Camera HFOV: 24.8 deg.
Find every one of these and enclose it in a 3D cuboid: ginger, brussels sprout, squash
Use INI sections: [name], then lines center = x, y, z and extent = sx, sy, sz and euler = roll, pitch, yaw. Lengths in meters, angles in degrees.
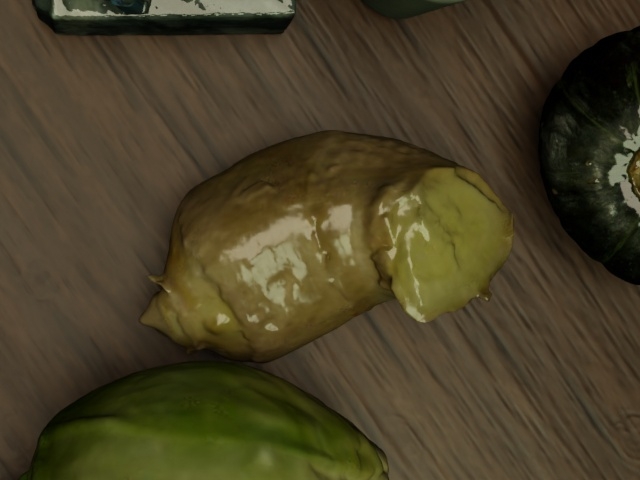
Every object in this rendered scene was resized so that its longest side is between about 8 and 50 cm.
[ginger]
center = 0.000, 0.000, 1.021
extent = 0.267, 0.152, 0.138
euler = -16, 120, 9
[brussels sprout]
center = -0.091, 0.206, 0.948
extent = 0.294, 0.259, 0.227
euler = -8, 59, -15
[squash]
center = 0.250, -0.060, 1.052
extent = 0.193, 0.156, 0.193
euler = -2, 111, -6

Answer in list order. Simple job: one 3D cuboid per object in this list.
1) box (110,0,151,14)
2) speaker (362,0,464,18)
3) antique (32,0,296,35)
[box]
center = -0.139, -0.200, 0.947
extent = 0.054, 0.074, 0.099
euler = 5, 90, 6
[speaker]
center = 0.172, -0.321, 1.021
extent = 0.406, 0.184, 0.183
euler = -34, 95, -7
[antique]
center = -0.113, -0.193, 1.028
extent = 0.183, 0.086, 0.088
euler = -3, 90, -8
